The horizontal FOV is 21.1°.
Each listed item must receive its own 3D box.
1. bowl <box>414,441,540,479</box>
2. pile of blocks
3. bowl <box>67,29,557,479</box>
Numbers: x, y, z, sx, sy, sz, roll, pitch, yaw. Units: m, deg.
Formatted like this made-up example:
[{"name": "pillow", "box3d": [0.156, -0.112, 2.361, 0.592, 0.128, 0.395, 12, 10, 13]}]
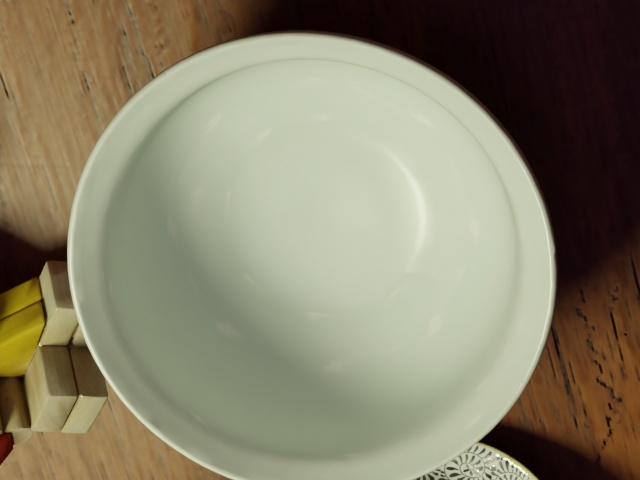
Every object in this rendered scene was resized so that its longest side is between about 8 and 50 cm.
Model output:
[{"name": "bowl", "box3d": [0.081, 0.226, 1.170, 0.170, 0.170, 0.080, 10, 153, 3]}, {"name": "pile of blocks", "box3d": [-0.293, 0.133, 1.141, 0.362, 0.112, 0.149, -30, 142, 14]}, {"name": "bowl", "box3d": [0.000, 0.000, 1.089, 0.298, 0.134, 0.298, 2, 109, 6]}]
